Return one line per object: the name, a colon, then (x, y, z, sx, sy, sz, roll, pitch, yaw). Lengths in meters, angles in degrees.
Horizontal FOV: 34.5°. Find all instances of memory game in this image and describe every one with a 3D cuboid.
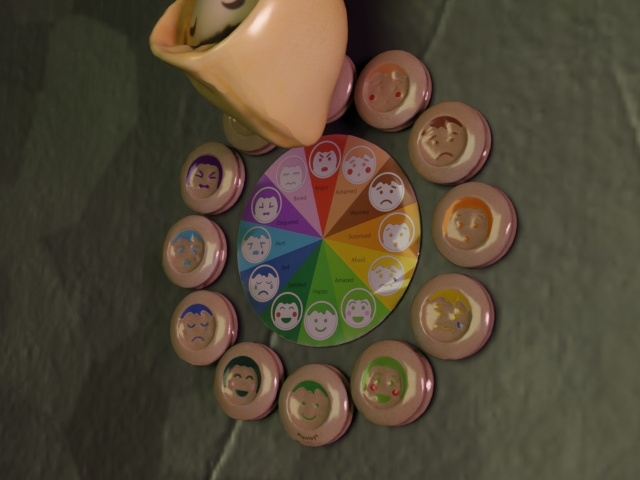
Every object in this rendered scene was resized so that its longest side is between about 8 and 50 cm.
memory game: (0.000, 0.000, 0.467, 0.186, 0.012, 0.186, -7, 77, 31)

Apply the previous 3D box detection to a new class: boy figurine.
boy figurine: (-0.034, -0.179, 0.469, 0.177, 0.092, 0.285, -7, 71, 31)
